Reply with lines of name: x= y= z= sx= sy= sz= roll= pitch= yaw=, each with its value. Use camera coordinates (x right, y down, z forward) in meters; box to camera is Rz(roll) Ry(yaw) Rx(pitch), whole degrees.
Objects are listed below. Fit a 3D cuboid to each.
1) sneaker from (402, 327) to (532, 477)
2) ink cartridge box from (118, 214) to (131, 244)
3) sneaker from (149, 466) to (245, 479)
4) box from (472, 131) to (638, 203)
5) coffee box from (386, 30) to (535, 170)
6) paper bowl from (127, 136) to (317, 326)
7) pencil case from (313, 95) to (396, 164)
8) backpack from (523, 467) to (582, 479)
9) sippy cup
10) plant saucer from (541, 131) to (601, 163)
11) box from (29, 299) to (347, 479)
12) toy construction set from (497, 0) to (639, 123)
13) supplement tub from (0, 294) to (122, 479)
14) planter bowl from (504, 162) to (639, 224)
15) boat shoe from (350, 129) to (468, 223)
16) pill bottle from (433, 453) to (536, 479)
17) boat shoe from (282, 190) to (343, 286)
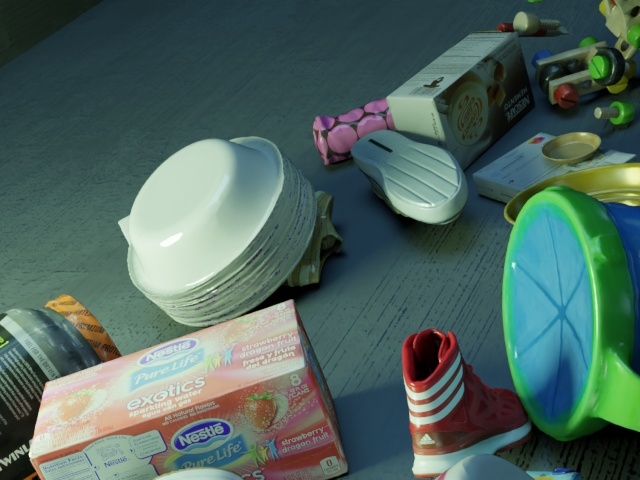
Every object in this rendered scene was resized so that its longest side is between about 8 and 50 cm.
sneaker: x=0.145 y=0.140 z=0.972 sx=0.087 sy=0.128 sz=0.221 roll=-8 pitch=2 yaw=23
ink cartridge box: x=-0.219 y=-0.028 z=1.644 sx=0.198 sy=0.067 sz=0.115 roll=-24 pitch=28 yaw=-11
sneaker: x=-0.192 y=0.326 z=0.956 sx=0.282 sy=0.099 sz=0.153 roll=-24 pitch=22 yaw=7
box: x=0.333 y=-0.093 z=1.437 sx=0.145 sy=0.038 sz=0.186 roll=-32 pitch=31 yaw=-23
coffee box: x=0.231 y=-0.224 z=1.628 sx=0.098 sy=0.141 sz=0.246 roll=9 pitch=38 yaw=43
paper bowl: x=-0.158 y=-0.030 z=1.433 sx=0.284 sy=0.148 sz=0.284 roll=-25 pitch=42 yaw=24
pencil case: x=0.087 y=-0.207 z=1.744 sx=0.209 sy=0.095 sz=0.098 roll=-20 pitch=63 yaw=-5
backpack: x=0.136 y=0.268 z=0.838 sx=0.173 sy=0.116 sz=0.158 roll=-4 pitch=31 yaw=32
sippy cup: x=0.318 y=0.066 z=0.963 sx=0.224 sy=0.240 sz=0.305 roll=-1 pitch=64 yaw=-11
plant saucer: x=0.356 y=-0.128 z=1.427 sx=0.084 sy=0.015 sz=0.083 roll=-15 pitch=28 yaw=8
box: x=-0.140 y=0.200 z=1.094 sx=0.300 sy=0.154 sz=0.142 roll=-19 pitch=28 yaw=2
toy construction set: x=0.473 y=-0.346 z=1.649 sx=0.237 sy=0.257 sz=0.309 roll=-5 pitch=19 yaw=-24
supplement tub: x=-0.395 y=0.210 z=1.195 sx=0.316 sy=0.193 sz=0.194 roll=-36 pitch=32 yaw=-26
planter bowl: x=0.340 y=-0.016 z=1.224 sx=0.217 sy=0.090 sz=0.217 roll=-14 pitch=17 yaw=5
boat shoe: x=0.140 y=-0.083 z=1.479 sx=0.109 sy=0.094 sz=0.302 roll=-33 pitch=28 yaw=-4
pill bottle: x=0.054 y=0.291 z=0.696 sx=0.283 sy=0.160 sz=0.160 roll=-45 pitch=20 yaw=21
boat shoe: x=0.000 y=0.000 z=1.468 sx=0.072 sy=0.068 sz=0.190 roll=5 pitch=46 yaw=17
